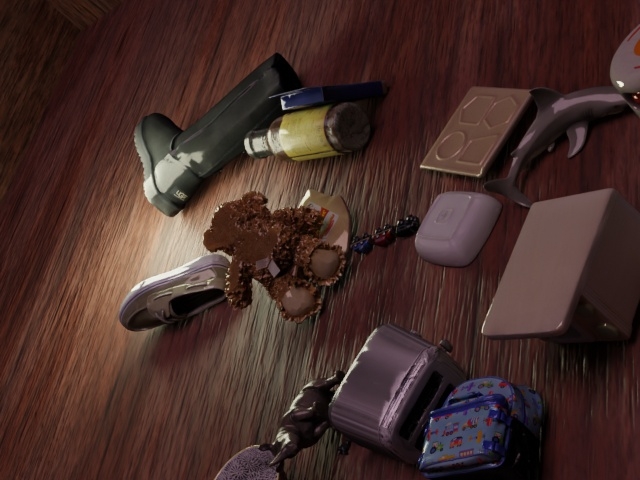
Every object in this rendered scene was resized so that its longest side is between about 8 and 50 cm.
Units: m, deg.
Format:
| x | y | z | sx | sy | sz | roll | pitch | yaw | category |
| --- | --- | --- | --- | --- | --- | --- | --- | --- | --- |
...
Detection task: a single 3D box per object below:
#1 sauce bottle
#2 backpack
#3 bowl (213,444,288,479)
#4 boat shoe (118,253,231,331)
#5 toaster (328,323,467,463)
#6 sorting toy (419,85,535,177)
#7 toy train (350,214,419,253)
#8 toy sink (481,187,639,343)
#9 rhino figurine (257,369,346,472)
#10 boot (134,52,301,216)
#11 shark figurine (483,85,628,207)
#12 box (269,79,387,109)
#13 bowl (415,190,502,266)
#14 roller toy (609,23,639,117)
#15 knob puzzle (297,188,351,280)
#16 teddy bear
| x | y | z | sx | sy | sz | roll | pitch | yaw | category |
| --- | --- | --- | --- | --- | --- | --- | --- | --- | --- |
| -0.041 | -0.229 | 2.405 | 0.344 | 0.111 | 0.111 | -3 | 54 | 49 | sauce bottle |
| 0.225 | 0.260 | 1.535 | 0.158 | 0.117 | 0.173 | -18 | 41 | 40 | backpack |
| -0.105 | 0.428 | 1.805 | 0.170 | 0.080 | 0.170 | -33 | 34 | 26 | bowl |
| -0.319 | 0.128 | 2.383 | 0.302 | 0.109 | 0.094 | -30 | 38 | 24 | boat shoe |
| 0.116 | 0.242 | 1.681 | 0.146 | 0.129 | 0.227 | 13 | 65 | 54 | toaster |
| 0.291 | -0.198 | 2.028 | 0.193 | 0.038 | 0.208 | -56 | 27 | -11 | sorting toy |
| 0.118 | -0.007 | 2.048 | 0.158 | 0.027 | 0.036 | -22 | 51 | 37 | toy train |
| 0.355 | 0.065 | 1.555 | 0.152 | 0.131 | 0.234 | -12 | 45 | 53 | toy sink |
| -0.024 | 0.296 | 1.785 | 0.106 | 0.073 | 0.243 | -29 | 10 | 36 | rhino figurine |
| -0.252 | -0.311 | 2.724 | 0.445 | 0.146 | 0.367 | -42 | 41 | 21 | boot |
| 0.368 | -0.191 | 1.845 | 0.278 | 0.116 | 0.166 | -42 | 30 | 9 | shark figurine |
| 0.015 | -0.307 | 2.350 | 0.136 | 0.225 | 0.037 | -5 | 94 | 50 | box |
| 0.227 | -0.028 | 1.904 | 0.142 | 0.053 | 0.142 | 8 | 64 | 56 | bowl |
| 0.544 | -0.252 | 1.651 | 0.209 | 0.146 | 0.191 | -34 | 23 | 29 | roller toy |
| 0.000 | 0.000 | 2.181 | 0.213 | 0.030 | 0.213 | -25 | 50 | 34 | knob puzzle |
| -0.084 | 0.033 | 2.161 | 0.338 | 0.113 | 0.245 | 12 | 83 | 41 | teddy bear |
